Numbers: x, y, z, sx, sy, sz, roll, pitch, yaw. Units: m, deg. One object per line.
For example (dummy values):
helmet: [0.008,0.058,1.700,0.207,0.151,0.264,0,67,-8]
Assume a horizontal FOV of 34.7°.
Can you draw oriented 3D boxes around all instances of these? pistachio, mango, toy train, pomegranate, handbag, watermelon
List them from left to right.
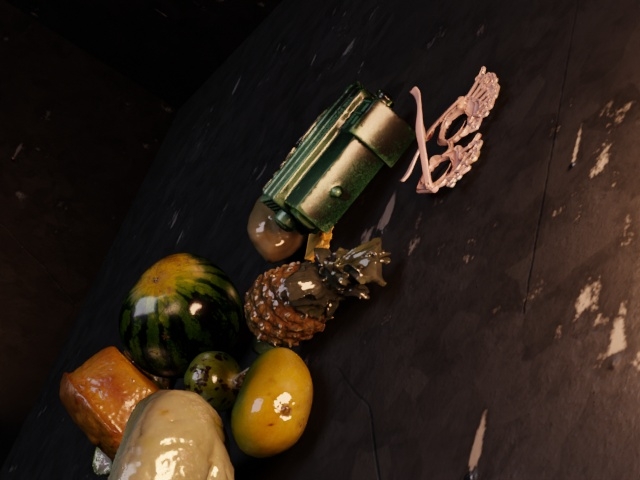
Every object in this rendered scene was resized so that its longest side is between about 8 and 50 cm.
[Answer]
watermelon: [-0.287,0.157,2.134,0.269,0.269,0.269,-49,21,26]
pomegranate: [-0.185,0.268,1.939,0.161,0.122,0.122,-10,45,30]
mango: [-0.075,0.257,1.668,0.156,0.114,0.251,-63,4,19]
pistachio: [-0.086,-0.037,2.134,0.136,0.136,0.226,-50,14,25]
handbag: [0.000,0.000,1.999,0.061,0.027,0.083,-33,36,45]
toy train: [0.036,-0.147,1.925,0.330,0.138,0.178,-51,22,-3]

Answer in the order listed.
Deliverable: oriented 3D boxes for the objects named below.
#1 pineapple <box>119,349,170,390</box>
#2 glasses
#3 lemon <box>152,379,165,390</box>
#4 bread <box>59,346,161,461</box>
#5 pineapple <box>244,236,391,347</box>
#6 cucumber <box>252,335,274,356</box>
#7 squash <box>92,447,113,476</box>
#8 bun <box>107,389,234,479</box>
pineapple: [-0.424,0.280,2.477,0.164,0.140,0.250,-62,16,-15]
glasses: [0.209,-0.186,1.658,0.162,0.095,0.255,-18,45,51]
lemon: [-0.397,0.365,2.311,0.109,0.109,0.133,-56,13,7]
bread: [-0.393,0.351,2.075,0.172,0.312,0.312,-45,16,-13]
pineapple: [-0.009,0.085,1.706,0.310,0.170,0.141,-29,77,48]
cucumber: [-0.100,0.179,1.946,0.048,0.048,0.105,-48,16,28]
squash: [-0.494,0.469,2.455,0.069,0.069,0.239,-46,22,33]
bun: [-0.245,0.424,1.644,0.365,0.219,0.365,-163,90,-82]
